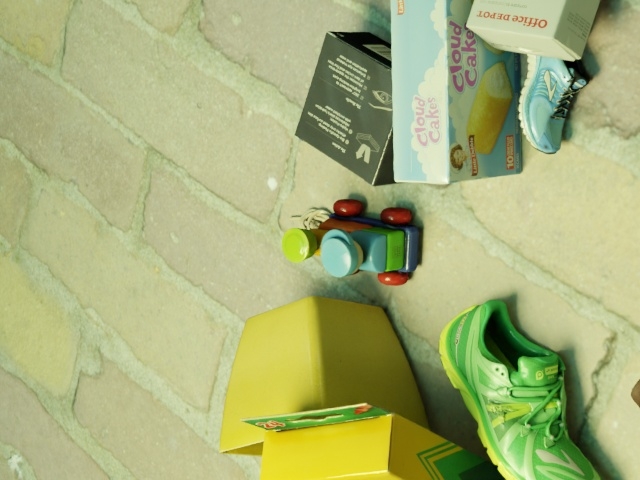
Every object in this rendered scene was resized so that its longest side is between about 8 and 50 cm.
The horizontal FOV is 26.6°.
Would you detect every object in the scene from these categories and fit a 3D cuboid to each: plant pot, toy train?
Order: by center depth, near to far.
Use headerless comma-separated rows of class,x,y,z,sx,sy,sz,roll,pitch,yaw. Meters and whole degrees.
toy train,0.000,0.000,1.857,0.248,0.143,0.105,11,104,41
plant pot,0.000,0.188,1.858,0.212,0.212,0.187,-22,65,43

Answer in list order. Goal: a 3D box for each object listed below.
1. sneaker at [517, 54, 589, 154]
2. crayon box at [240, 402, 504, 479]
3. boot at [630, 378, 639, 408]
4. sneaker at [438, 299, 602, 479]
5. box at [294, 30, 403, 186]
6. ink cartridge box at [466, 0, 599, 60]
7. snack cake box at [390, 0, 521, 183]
sneaker,0.284,-0.183,1.623,0.073,0.063,0.162,11,104,38
crayon box,0.067,0.293,1.708,0.202,0.318,0.081,-13,59,36
boot,0.429,0.253,1.561,0.207,0.090,0.248,54,130,38
sneaker,0.254,0.202,1.677,0.295,0.109,0.123,56,133,21
box,0.067,-0.177,1.802,0.156,0.093,0.158,35,118,33
ink cartridge box,0.262,-0.310,1.578,0.127,0.072,0.175,16,86,40
snack cake box,0.167,-0.207,1.664,0.089,0.152,0.264,5,100,42
